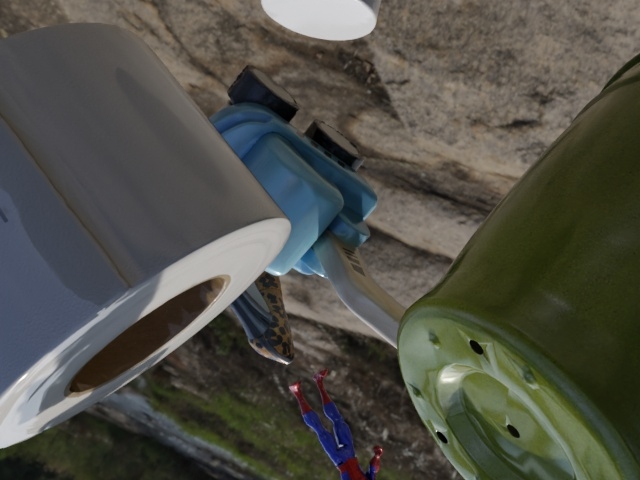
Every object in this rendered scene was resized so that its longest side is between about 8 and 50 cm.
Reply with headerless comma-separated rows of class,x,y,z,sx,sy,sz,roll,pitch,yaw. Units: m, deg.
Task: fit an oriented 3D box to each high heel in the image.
high heel,-0.088,0.116,1.276,0.093,0.261,0.186,-36,91,18

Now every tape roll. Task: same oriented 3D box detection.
tape roll,-0.165,0.000,0.485,0.169,0.246,0.246,52,156,8

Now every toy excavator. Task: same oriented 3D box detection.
toy excavator,0.000,0.000,1.037,0.433,0.222,0.445,33,-161,-27

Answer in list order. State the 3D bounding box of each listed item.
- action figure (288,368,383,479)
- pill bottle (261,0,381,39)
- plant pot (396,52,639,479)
action figure,0.047,0.362,1.236,0.280,0.092,0.139,65,152,11
pill bottle,0.016,-0.245,0.485,0.108,0.193,0.108,11,173,1
plant pot,0.266,0.061,0.581,0.366,0.353,0.366,43,152,29
